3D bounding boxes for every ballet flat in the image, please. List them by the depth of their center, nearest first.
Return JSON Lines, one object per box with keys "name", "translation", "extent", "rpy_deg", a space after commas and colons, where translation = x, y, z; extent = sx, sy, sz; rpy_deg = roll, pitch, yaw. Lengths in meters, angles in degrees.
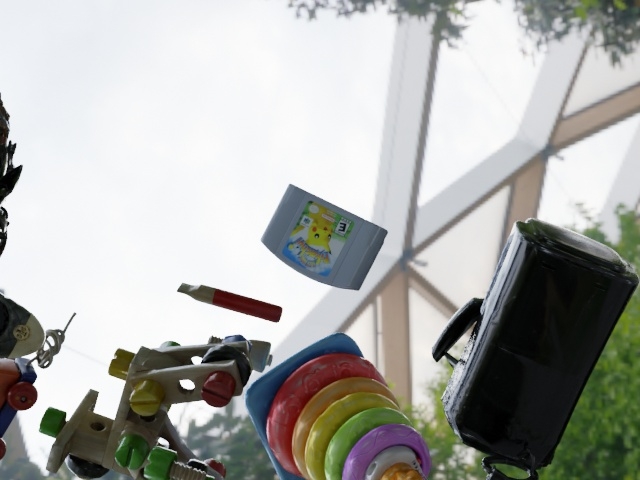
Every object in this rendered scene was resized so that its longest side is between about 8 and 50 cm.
{"name": "ballet flat", "translation": [-0.299, 0.052, 0.757], "extent": [0.173, 0.049, 0.058], "rpy_deg": [31, -115, -32]}

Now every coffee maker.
{"name": "coffee maker", "translation": [0.184, 0.086, 0.771], "extent": [0.120, 0.171, 0.178], "rpy_deg": [14, -72, -18]}

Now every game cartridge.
{"name": "game cartridge", "translation": [0.000, 0.000, 0.668], "extent": [0.056, 0.083, 0.017], "rpy_deg": [-64, -20, 1]}

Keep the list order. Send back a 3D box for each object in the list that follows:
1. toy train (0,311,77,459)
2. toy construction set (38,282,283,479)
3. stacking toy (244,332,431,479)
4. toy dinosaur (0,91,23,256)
{"name": "toy train", "translation": [-0.461, 0.176, 1.293], "extent": [0.143, 0.105, 0.248], "rpy_deg": [30, -88, -33]}
{"name": "toy construction set", "translation": [-0.202, 0.179, 1.138], "extent": [0.257, 0.237, 0.309], "rpy_deg": [99, -170, -51]}
{"name": "stacking toy", "translation": [0.055, 0.240, 1.045], "extent": [0.165, 0.302, 0.175], "rpy_deg": [-29, -65, -16]}
{"name": "toy dinosaur", "translation": [-0.386, -0.024, 1.019], "extent": [0.218, 0.164, 0.322], "rpy_deg": [117, 137, -73]}
